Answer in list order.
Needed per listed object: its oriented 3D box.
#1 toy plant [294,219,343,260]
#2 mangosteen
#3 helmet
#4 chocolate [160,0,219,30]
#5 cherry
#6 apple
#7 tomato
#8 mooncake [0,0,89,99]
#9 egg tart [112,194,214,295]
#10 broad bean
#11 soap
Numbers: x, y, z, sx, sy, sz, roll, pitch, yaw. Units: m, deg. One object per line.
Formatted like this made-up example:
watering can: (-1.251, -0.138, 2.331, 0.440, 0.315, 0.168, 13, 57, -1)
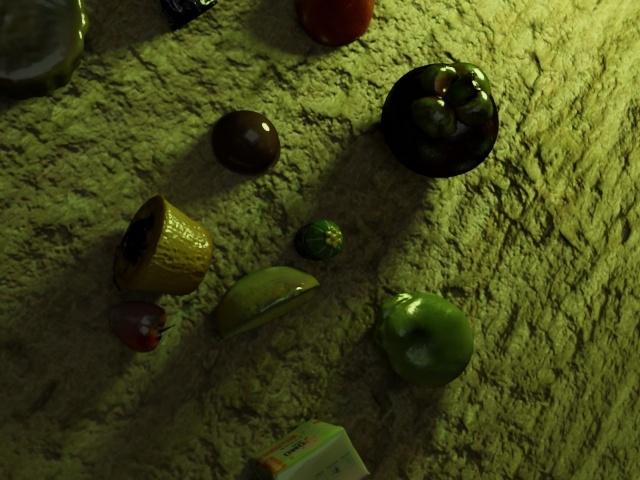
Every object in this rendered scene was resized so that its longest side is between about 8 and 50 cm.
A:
toy plant: (0.000, 0.000, 1.581, 0.092, 0.162, 0.093, 3, 83, -22)
mangosteen: (0.310, -0.300, 1.676, 0.300, 0.300, 0.301, 2, 85, -23)
helmet: (-0.154, -0.230, 1.569, 0.175, 0.106, 0.155, 33, 74, -22)
chocolate: (-0.364, -0.642, 1.514, 0.343, 0.126, 0.148, 58, 29, -6)
cherry: (-0.382, 0.177, 1.444, 0.126, 0.087, 0.106, 40, 72, 4)
apple: (-0.122, 0.120, 1.511, 0.264, 0.193, 0.120, -27, 86, -20)
tomato: (0.045, -0.609, 1.668, 0.200, 0.139, 0.233, 3, 85, -17)
mooncake: (-0.614, -0.430, 1.355, 0.290, 0.161, 0.291, 2, 85, -21)
egg tart: (-0.331, 0.025, 1.423, 0.170, 0.215, 0.215, 26, 75, -31)
broad bean: (0.258, 0.246, 1.698, 0.290, 0.119, 0.238, 19, 69, -23)
soap: (-0.029, 0.509, 1.514, 0.199, 0.182, 0.139, -27, 96, -24)
